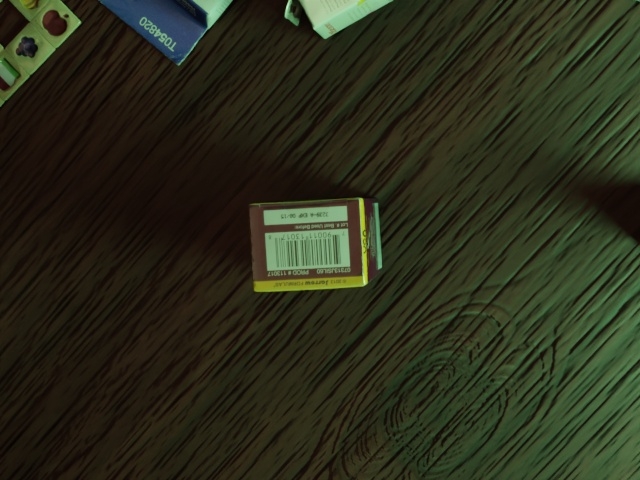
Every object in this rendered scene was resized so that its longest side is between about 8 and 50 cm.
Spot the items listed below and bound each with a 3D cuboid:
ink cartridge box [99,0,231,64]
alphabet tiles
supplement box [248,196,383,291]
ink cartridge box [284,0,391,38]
[{"bbox_3d":[-0.163,-0.333,1.151,0.223,0.045,0.224,39,97,4],"label":"ink cartridge box"},{"bbox_3d":[-0.402,-0.248,1.207,0.198,0.009,0.237,-43,87,8],"label":"alphabet tiles"},{"bbox_3d":[0.000,0.000,1.077,0.104,0.188,0.081,-3,92,7],"label":"supplement box"},{"bbox_3d":[0.023,-0.266,1.108,0.143,0.092,0.090,-29,89,7],"label":"ink cartridge box"}]
